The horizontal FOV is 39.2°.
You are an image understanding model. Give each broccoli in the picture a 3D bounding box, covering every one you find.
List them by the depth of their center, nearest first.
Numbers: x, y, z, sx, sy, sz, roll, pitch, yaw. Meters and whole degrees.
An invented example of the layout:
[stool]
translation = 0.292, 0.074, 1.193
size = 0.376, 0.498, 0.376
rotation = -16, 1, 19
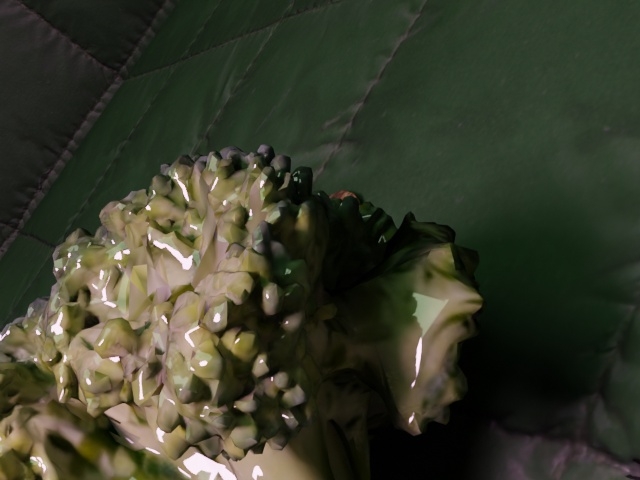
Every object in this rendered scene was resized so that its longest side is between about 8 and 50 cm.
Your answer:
[broccoli]
translation = -0.057, 0.113, 0.513
size = 0.317, 0.277, 0.339
rotation = 8, 71, 41

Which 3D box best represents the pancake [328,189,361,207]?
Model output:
[pancake]
translation = -0.001, -0.001, 0.853
size = 0.115, 0.011, 0.115
rotation = -41, 27, 26
